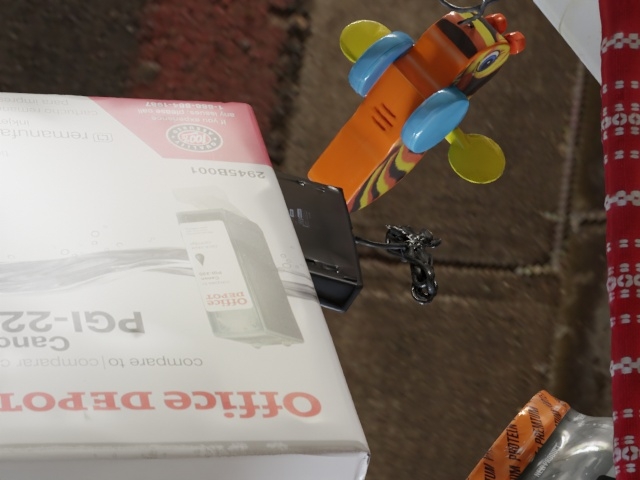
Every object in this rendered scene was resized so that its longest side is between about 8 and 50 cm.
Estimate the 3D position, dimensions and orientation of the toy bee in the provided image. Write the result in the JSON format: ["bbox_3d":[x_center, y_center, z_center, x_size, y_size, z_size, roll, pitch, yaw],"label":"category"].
[{"bbox_3d":[0.118,-0.143,1.655,0.298,0.162,0.195,-28,85,44],"label":"toy bee"}]

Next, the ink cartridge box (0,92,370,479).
[{"bbox_3d":[-0.086,0.039,0.723,0.158,0.092,0.218,1,42,-19],"label":"ink cartridge box"}]

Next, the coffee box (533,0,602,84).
[{"bbox_3d":[0.279,-0.295,1.149,0.337,0.338,0.334,-40,82,22],"label":"coffee box"}]

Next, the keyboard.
[{"bbox_3d":[0.000,0.000,1.344,0.201,0.317,0.033,15,103,-5],"label":"keyboard"}]

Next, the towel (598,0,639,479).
[{"bbox_3d":[0.171,0.045,0.672,0.031,0.199,0.275,-17,65,41],"label":"towel"}]

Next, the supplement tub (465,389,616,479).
[{"bbox_3d":[0.248,0.266,1.354,0.316,0.193,0.193,38,90,12],"label":"supplement tub"}]
